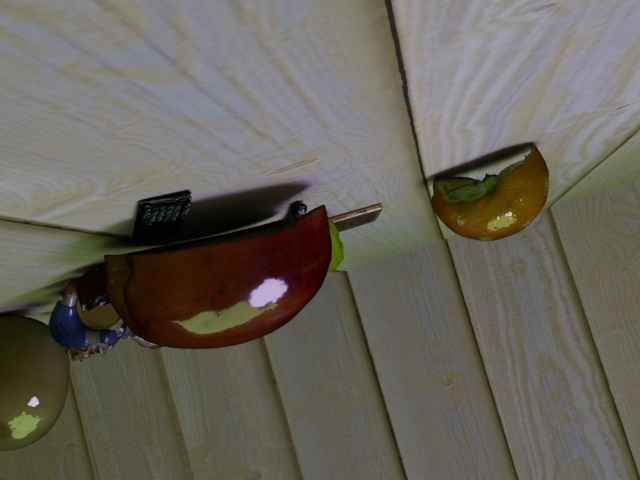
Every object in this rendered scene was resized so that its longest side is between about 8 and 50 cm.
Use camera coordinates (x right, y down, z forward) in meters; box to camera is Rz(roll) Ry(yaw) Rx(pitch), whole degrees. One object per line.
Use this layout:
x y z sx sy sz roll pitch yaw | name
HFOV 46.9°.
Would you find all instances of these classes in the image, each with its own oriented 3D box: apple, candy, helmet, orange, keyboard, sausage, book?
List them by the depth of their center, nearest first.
-0.235 -0.028 1.079 0.072 0.023 0.231 -12 172 -19 | keyboard
-0.164 0.039 1.220 0.364 0.295 0.329 -14 143 -33 | apple
-0.399 0.080 1.354 0.123 0.070 0.098 -33 171 40 | helmet
-0.049 -0.043 1.393 0.028 0.025 0.198 -58 -177 -15 | sausage
0.345 -0.082 1.474 0.237 0.159 0.179 -19 175 16 | orange
0.000 0.000 1.564 0.096 0.097 0.209 -16 157 -3 | candy
-0.685 0.302 1.590 0.254 0.292 0.292 24 149 -33 | apple
0.019 -0.031 1.701 0.241 0.018 0.170 -16 173 -4 | book

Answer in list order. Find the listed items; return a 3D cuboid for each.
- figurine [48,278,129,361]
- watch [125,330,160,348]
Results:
-0.465 0.159 1.522 0.158 0.161 0.275 -30 -179 -13 | figurine
-0.484 0.196 1.808 0.241 0.162 0.253 -11 175 18 | watch
